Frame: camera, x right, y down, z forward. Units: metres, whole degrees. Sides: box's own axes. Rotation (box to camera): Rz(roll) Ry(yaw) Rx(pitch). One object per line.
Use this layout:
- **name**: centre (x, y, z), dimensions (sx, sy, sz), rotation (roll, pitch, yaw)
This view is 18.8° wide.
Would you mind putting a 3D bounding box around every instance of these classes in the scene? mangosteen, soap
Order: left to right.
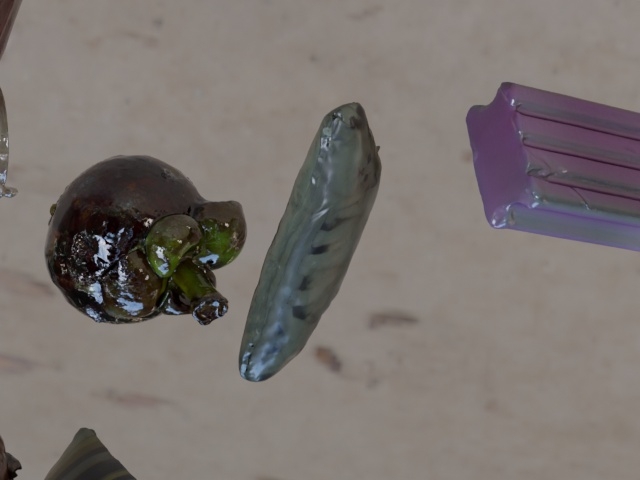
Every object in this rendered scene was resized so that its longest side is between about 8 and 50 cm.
- **mangosteen**: centre (-0.160, 0.004, 1.778), dimensions (0.184, 0.172, 0.172), rotation (8, 153, 5)
- **soap**: centre (0.230, -0.061, 1.700), dimensions (0.203, 0.122, 0.065), rotation (10, 149, -34)

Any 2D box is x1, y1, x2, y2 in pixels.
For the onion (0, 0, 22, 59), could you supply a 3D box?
- **onion**: centre (-0.233, -0.209, 0.960), dimensions (0.285, 0.347, 0.347), rotation (-18, 162, -23)

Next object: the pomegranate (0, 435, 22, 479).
- **pomegranate**: centre (-0.253, 0.138, 1.113), dimensions (0.159, 0.129, 0.129), rotation (15, 153, -2)

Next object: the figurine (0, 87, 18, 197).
- **figurine**: centre (-0.260, -0.063, 1.175), dimensions (0.154, 0.132, 0.132), rotation (-1, 157, -22)

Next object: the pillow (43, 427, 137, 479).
- **pillow**: centre (-0.157, 0.233, 1.131), dimensions (0.212, 0.208, 0.052), rotation (35, 172, 48)

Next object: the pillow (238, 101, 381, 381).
- **pillow**: centre (0.001, -0.001, 1.433), dimensions (0.051, 0.093, 0.241), rotation (31, 120, 23)
